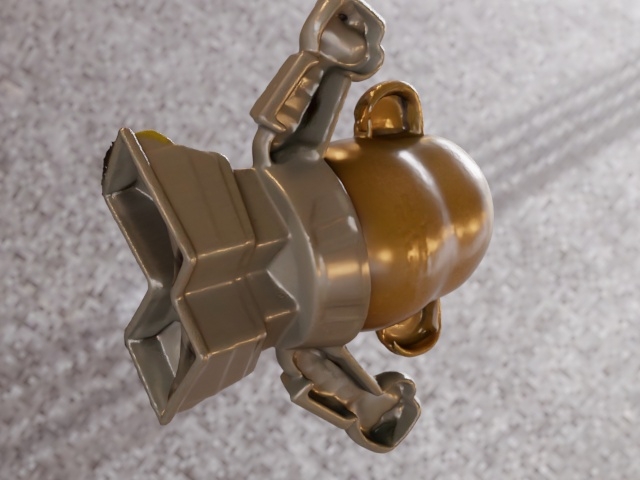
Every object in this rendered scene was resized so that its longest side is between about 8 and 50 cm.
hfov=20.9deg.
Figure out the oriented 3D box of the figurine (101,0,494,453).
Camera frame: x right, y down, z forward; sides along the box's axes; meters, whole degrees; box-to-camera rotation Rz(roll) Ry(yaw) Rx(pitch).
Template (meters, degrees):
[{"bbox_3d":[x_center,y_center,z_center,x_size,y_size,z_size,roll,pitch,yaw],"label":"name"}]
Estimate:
[{"bbox_3d":[0.001,0.001,1.267,0.285,0.342,0.167,-17,41,-26],"label":"figurine"}]
